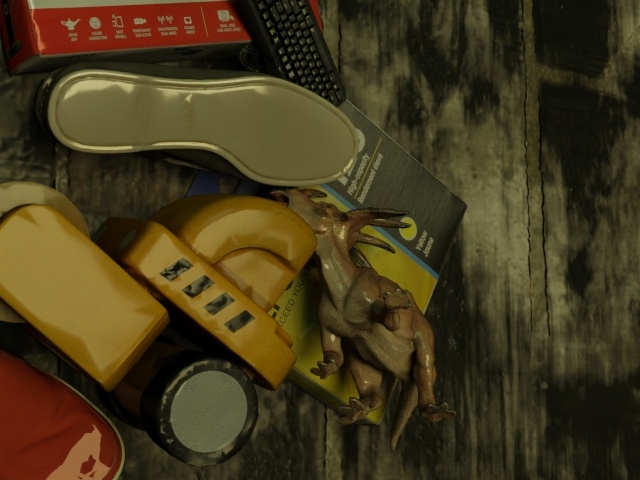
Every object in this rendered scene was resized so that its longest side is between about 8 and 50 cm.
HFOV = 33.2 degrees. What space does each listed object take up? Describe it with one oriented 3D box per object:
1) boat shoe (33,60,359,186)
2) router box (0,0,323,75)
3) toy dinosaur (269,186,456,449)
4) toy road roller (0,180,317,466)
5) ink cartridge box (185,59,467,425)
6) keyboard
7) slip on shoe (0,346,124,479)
[{"bbox_3d":[-0.121,-0.126,1.086,0.335,0.095,0.112,6,105,-28],"label":"boat shoe"},{"bbox_3d":[-0.180,-0.337,1.104,0.335,0.082,0.301,-13,91,-36],"label":"router box"},{"bbox_3d":[0.062,0.076,1.127,0.200,0.127,0.296,-86,152,-55],"label":"toy dinosaur"},{"bbox_3d":[-0.157,0.025,0.973,0.329,0.202,0.241,43,74,-22],"label":"toy road roller"},{"bbox_3d":[0.000,0.000,1.197,0.307,0.072,0.304,37,65,-28],"label":"ink cartridge box"},{"bbox_3d":[-0.037,-0.198,1.130,0.108,0.023,0.180,-40,124,-23],"label":"keyboard"},{"bbox_3d":[-0.306,0.135,0.942,0.331,0.101,0.123,41,61,-26],"label":"slip on shoe"}]
